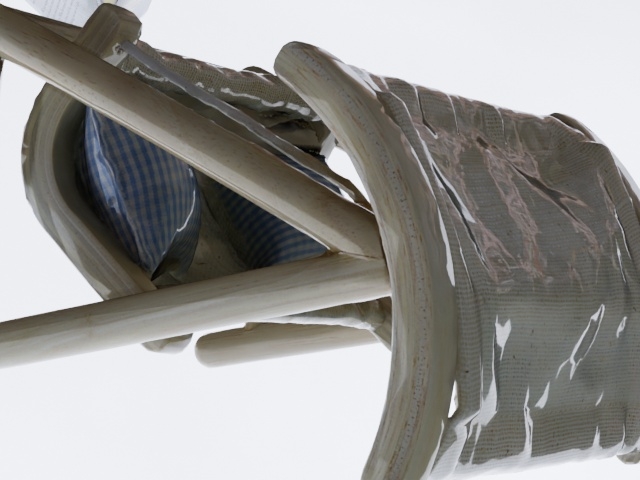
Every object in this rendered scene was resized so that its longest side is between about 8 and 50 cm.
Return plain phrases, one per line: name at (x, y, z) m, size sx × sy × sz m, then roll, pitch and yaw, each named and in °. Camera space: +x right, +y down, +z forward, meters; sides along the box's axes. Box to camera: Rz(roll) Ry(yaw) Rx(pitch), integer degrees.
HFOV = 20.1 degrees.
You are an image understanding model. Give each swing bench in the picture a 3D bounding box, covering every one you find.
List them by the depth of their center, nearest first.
swing bench at (0.000, 0.000, 0.760) m, size 0.253 × 0.255 × 0.165 m, roll 6°, pitch -87°, yaw -61°

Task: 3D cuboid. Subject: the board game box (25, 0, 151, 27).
board game box at (-0.120, -0.192, 0.755) m, size 0.165 × 0.243 × 0.042 m, roll 43°, pitch -117°, yaw 1°
